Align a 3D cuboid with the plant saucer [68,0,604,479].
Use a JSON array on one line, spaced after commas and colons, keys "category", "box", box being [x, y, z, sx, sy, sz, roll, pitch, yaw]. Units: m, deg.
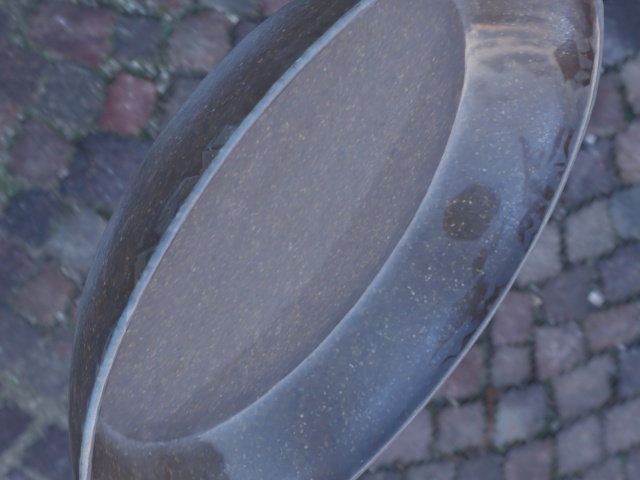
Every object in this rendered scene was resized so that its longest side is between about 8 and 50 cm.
[{"category": "plant saucer", "box": [0.000, 0.000, 0.494, 0.198, 0.036, 0.198, -40, 151, -28]}]
